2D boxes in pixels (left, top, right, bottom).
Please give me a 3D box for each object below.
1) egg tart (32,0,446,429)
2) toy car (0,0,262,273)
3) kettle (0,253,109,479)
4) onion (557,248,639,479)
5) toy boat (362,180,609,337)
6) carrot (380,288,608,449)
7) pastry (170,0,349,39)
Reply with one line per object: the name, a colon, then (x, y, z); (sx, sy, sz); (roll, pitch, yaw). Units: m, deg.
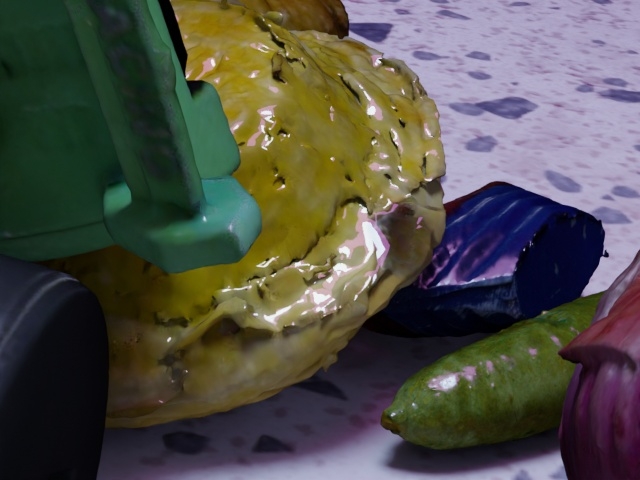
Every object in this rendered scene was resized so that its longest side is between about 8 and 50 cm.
egg tart: (-0.078, -0.034, 0.827); (0.294, 0.116, 0.295); (-9, 43, 8)
toy car: (-0.182, -0.083, 0.654); (0.358, 0.213, 0.176); (-2, 32, 21)
kettle: (-0.242, 0.051, 0.542); (0.308, 0.262, 0.203); (12, 59, 7)
onion: (0.272, 0.074, 0.652); (0.347, 0.285, 0.347); (-22, -4, -2)
toy boat: (0.028, -0.002, 0.970); (0.219, 0.072, 0.318); (-8, 13, -34)
carrot: (0.177, 0.052, 0.867); (0.358, 0.074, 0.074); (-13, 30, -32)
pastry: (-0.130, -0.152, 1.109); (0.329, 0.136, 0.330); (17, 21, -7)
